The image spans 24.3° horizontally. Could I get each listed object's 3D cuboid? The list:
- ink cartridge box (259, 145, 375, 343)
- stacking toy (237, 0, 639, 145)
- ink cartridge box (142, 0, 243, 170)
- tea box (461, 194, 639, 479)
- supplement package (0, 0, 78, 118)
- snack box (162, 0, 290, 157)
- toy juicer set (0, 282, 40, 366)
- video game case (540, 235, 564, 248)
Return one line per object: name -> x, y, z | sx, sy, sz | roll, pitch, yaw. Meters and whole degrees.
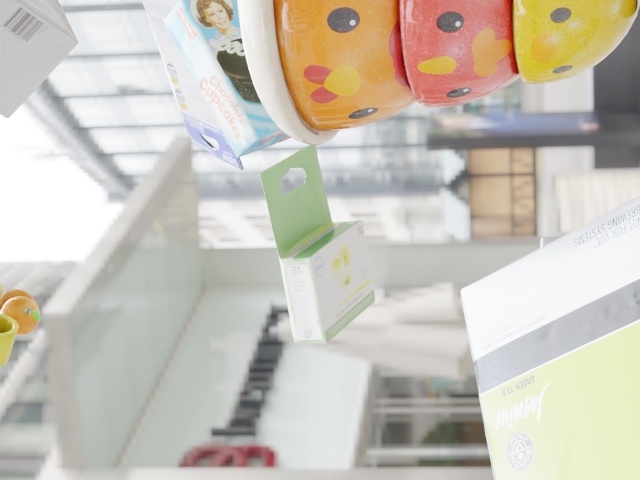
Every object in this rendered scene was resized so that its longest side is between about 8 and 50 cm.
ink cartridge box -> 0.000, 0.000, 1.983 | 0.171, 0.056, 0.235 | -35, -60, -59
stacking toy -> 0.183, -0.260, 1.418 | 0.350, 0.480, 0.350 | 3, -90, -72
ink cartridge box -> -0.157, -0.255, 1.897 | 0.186, 0.065, 0.311 | 28, 137, 60
tea box -> 0.334, 0.145, 1.333 | 0.329, 0.220, 0.323 | -31, 57, 44
supplement package -> -0.533, -0.368, 2.342 | 0.177, 0.175, 0.293 | 33, -163, -41
snack box -> -0.013, -0.233, 1.781 | 0.060, 0.322, 0.187 | -37, 80, 51
toy juicer set -> -0.567, 0.071, 2.197 | 0.209, 0.329, 0.089 | -49, -27, -64
video game case -> 0.388, 0.039, 1.926 | 0.227, 0.206, 0.026 | 70, -162, -69
